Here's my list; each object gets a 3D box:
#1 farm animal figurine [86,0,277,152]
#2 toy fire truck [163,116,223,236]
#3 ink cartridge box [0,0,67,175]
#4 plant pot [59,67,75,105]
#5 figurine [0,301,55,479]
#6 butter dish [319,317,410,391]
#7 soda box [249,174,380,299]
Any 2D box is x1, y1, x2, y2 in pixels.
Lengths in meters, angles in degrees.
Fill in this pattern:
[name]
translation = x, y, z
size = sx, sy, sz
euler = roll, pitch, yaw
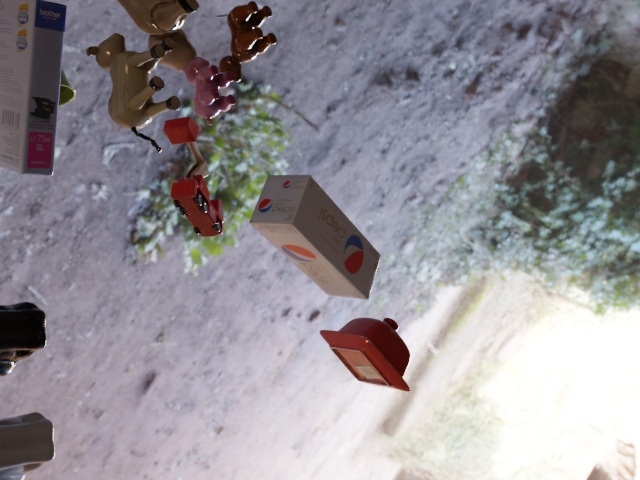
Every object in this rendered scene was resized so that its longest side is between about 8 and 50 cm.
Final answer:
[farm animal figurine]
translation = -0.242, -0.323, 1.175
size = 0.330, 0.172, 0.327
euler = -43, 111, -49
[toy fire truck]
translation = -0.217, -0.107, 1.360
size = 0.192, 0.047, 0.135
euler = 63, 25, -55
[ink cartridge box]
translation = -0.473, -0.268, 1.224
size = 0.065, 0.185, 0.311
euler = -6, 107, -47
[plant pot]
translation = -0.505, -0.302, 1.453
size = 0.083, 0.079, 0.083
euler = -15, 165, -4
[figurine]
translation = -0.403, 0.172, 0.841
size = 0.209, 0.092, 0.215
euler = 9, 68, -56
[butter dish]
translation = 0.107, 0.198, 1.495
size = 0.118, 0.160, 0.160
euler = -49, 114, -26
[soda box]
translation = 0.000, 0.000, 1.032
size = 0.216, 0.069, 0.074
euler = 46, 55, -48
